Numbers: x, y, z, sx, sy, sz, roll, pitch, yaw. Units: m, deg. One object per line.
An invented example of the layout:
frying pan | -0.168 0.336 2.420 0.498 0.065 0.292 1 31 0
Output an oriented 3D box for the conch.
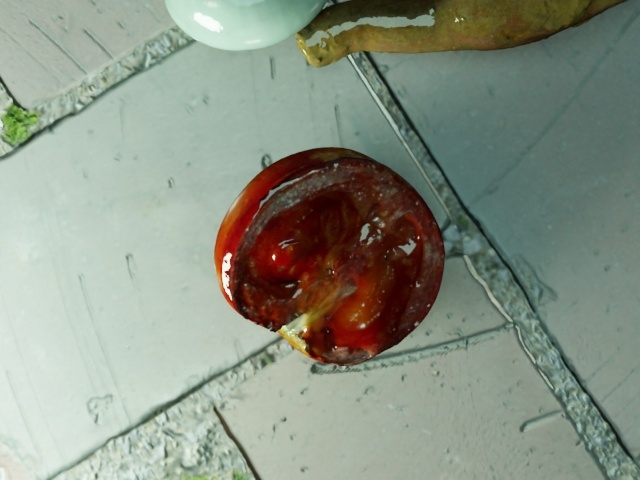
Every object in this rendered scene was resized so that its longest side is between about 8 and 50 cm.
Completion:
conch | -0.065 -0.287 1.477 0.185 0.121 0.221 35 78 7

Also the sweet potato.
sweet potato | 0.166 -0.238 1.497 0.385 0.109 0.109 -14 89 11

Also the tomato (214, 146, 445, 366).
tomato | 0.000 0.000 1.464 0.200 0.139 0.233 -48 125 4
